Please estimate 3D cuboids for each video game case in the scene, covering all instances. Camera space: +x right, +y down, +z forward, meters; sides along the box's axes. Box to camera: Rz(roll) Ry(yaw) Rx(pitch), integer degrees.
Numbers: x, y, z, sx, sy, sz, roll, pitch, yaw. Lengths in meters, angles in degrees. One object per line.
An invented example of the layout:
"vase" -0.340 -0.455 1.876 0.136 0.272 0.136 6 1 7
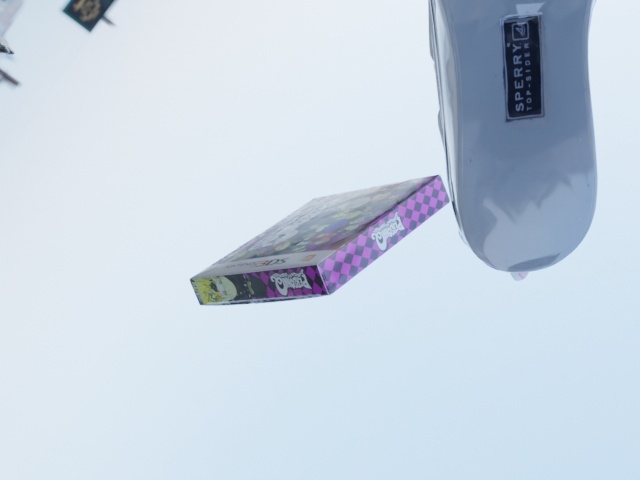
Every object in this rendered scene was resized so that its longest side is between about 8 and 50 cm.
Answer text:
"video game case" 0.000 0.000 0.993 0.210 0.041 0.232 -7 -160 45

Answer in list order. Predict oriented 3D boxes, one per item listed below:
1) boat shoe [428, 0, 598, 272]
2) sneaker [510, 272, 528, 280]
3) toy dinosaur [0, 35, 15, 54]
"boat shoe" 0.088 -0.116 0.431 0.084 0.095 0.258 -100 -168 -75
"sneaker" 0.270 0.007 1.142 0.070 0.134 0.051 -18 -125 14
"toy dinosaur" -0.348 -0.141 0.675 0.160 0.121 0.313 -41 -173 5
